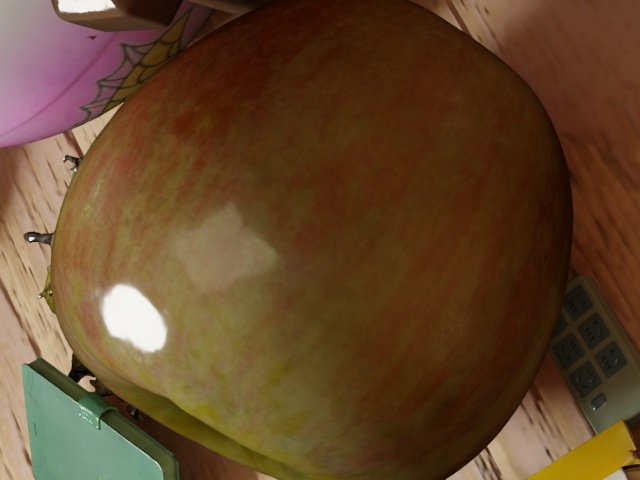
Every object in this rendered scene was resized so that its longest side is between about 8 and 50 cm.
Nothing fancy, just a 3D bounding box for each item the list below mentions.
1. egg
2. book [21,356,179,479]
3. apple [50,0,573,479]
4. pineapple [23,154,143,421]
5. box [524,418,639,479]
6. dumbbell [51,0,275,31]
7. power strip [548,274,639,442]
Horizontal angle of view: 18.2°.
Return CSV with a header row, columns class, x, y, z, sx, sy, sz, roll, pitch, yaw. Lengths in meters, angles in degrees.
class,x,y,z,sx,sy,sz,roll,pitch,yaw
egg,-0.158,-0.173,1.184,0.271,0.196,0.196,-35,64,36
book,-0.131,0.136,1.203,0.135,0.017,0.103,31,135,37
apple,0.000,0.000,1.002,0.257,0.257,0.234,16,78,38
pineapple,-0.089,0.009,1.204,0.221,0.047,0.221,-8,76,35
box,0.151,0.226,0.984,0.129,0.033,0.247,-38,66,31
dumbbell,-0.050,-0.141,1.069,0.082,0.231,0.092,-35,66,29
power strip,0.143,0.061,1.031,0.040,0.016,0.090,-42,61,26
